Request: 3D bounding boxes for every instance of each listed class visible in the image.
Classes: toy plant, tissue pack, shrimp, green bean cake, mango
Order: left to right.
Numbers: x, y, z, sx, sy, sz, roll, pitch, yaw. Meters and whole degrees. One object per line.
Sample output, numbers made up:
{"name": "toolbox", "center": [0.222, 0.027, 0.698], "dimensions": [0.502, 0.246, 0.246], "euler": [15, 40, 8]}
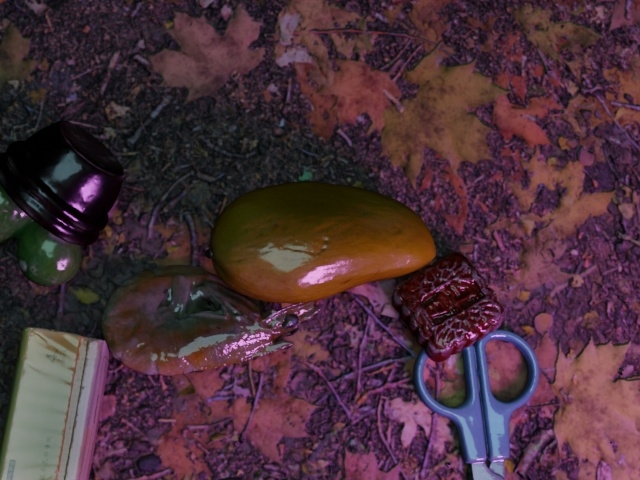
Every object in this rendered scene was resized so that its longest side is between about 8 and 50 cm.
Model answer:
{"name": "toy plant", "center": [-0.402, -0.053, 1.825], "dimensions": [0.218, 0.175, 0.235], "euler": [42, 102, -6]}
{"name": "tissue pack", "center": [-0.366, 0.244, 1.770], "dimensions": [0.125, 0.159, 0.234], "euler": [10, 79, -7]}
{"name": "shrimp", "center": [-0.159, 0.104, 1.874], "dimensions": [0.317, 0.077, 0.168], "euler": [-9, 71, -11]}
{"name": "mango", "center": [-0.006, -0.005, 1.873], "dimensions": [0.331, 0.142, 0.195], "euler": [-11, 49, -28]}
{"name": "green bean cake", "center": [0.191, 0.097, 1.924], "dimensions": [0.135, 0.056, 0.136], "euler": [-29, 70, -16]}

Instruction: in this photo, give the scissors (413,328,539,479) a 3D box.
{"name": "scissors", "center": [0.250, 0.357, 1.913], "dimensions": [0.192, 0.029, 0.447], "euler": [-4, 80, -9]}
